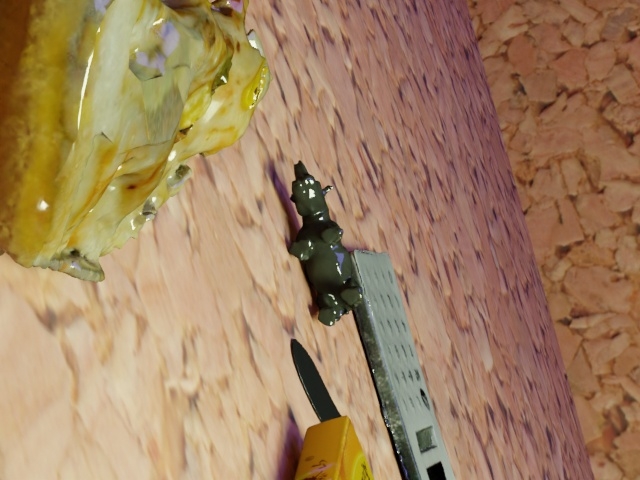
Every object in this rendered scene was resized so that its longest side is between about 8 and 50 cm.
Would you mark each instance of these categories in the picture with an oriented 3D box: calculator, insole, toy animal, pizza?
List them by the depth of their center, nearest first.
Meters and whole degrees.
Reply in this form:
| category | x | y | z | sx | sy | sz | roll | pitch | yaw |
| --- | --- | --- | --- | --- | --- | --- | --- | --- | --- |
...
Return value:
| category | x | y | z | sx | sy | sz | roll | pitch | yaw |
| --- | --- | --- | --- | --- | --- | --- | --- | --- | --- |
| pizza | -0.089 | -0.067 | 0.864 | 0.297 | 0.071 | 0.189 | -1 | 108 | -76 |
| insole | 0.007 | 0.134 | 1.327 | 0.053 | 0.002 | 0.152 | -95 | 161 | -46 |
| toy animal | 0.000 | 0.000 | 1.389 | 0.065 | 0.047 | 0.135 | -47 | 117 | -82 |
| calculator | 0.077 | 0.135 | 1.580 | 0.161 | 0.021 | 0.261 | 8 | 64 | -76 |

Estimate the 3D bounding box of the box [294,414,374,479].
| category | x | y | z | sx | sy | sz | roll | pitch | yaw |
| --- | --- | --- | --- | --- | --- | --- | --- | --- | --- |
| box | 0.042 | 0.274 | 1.183 | 0.152 | 0.043 | 0.269 | -76 | 146 | -68 |
